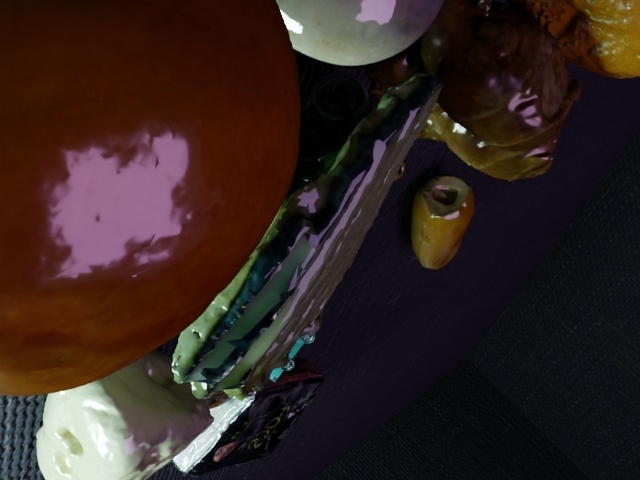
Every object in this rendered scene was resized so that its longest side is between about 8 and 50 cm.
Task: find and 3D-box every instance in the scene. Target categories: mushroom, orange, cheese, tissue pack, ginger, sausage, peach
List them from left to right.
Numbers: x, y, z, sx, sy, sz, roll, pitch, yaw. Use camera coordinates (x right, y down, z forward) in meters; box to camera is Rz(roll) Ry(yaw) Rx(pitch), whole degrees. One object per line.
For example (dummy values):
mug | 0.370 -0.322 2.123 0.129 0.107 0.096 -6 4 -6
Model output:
peach | -0.167 -0.075 0.525 0.301 0.343 0.343 11 124 -45
cheese | -0.299 0.264 1.126 0.251 0.174 0.248 -37 160 -7
tissue pack | -0.141 0.357 1.660 0.245 0.123 0.332 -48 160 14
mushroom | 0.009 -0.257 0.742 0.207 0.207 0.215 -37 -168 -19
sausage | 0.250 -0.026 1.691 0.134 0.116 0.354 -55 165 -15
ginger | 0.199 -0.206 1.069 0.153 0.274 0.357 -63 164 -8
orange | 0.387 -0.375 0.988 0.293 0.340 0.341 -51 161 -11

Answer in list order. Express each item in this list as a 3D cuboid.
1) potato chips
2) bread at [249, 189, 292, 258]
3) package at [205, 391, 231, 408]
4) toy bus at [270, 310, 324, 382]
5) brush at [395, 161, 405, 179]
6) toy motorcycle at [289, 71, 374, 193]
potato chips | 0.000 0.000 0.879 0.429 0.070 0.358 -59 167 16
bread | -0.172 -0.026 0.838 0.262 0.163 0.204 -6 143 -28
package | -0.167 0.211 1.362 0.288 0.108 0.223 -50 157 21
toy bus | -0.069 0.176 1.497 0.160 0.091 0.079 -55 -174 24
brush | 0.080 -0.089 1.363 0.218 0.010 0.083 -29 131 -42
toy motorcycle | -0.029 -0.075 1.046 0.275 0.127 0.205 -44 165 -14
